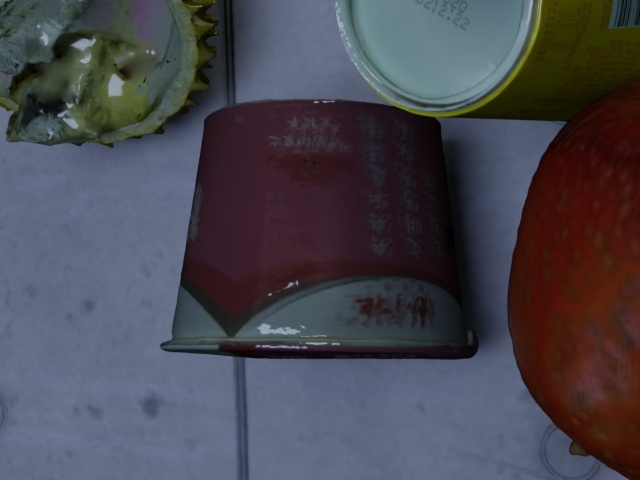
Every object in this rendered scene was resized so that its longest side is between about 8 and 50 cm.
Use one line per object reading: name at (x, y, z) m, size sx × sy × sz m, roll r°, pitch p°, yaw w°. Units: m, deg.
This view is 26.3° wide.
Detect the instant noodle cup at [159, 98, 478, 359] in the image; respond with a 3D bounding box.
instant noodle cup at (0.000, 0.000, 1.017) m, size 0.234 × 0.235 × 0.178 m, roll -3°, pitch 82°, yaw 30°

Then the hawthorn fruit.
hawthorn fruit at (0.241, 0.033, 0.845) m, size 0.275 × 0.275 × 0.300 m, roll 42°, pitch 120°, yaw 21°

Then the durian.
durian at (-0.193, -0.168, 1.138) m, size 0.306 × 0.166 × 0.172 m, roll -21°, pitch 81°, yaw 39°

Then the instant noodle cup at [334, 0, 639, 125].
instant noodle cup at (0.136, -0.165, 0.896) m, size 0.215 × 0.236 × 0.216 m, roll 9°, pitch 105°, yaw 35°
